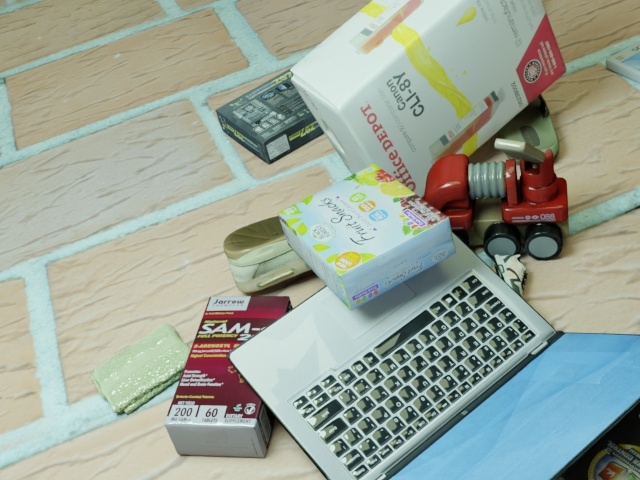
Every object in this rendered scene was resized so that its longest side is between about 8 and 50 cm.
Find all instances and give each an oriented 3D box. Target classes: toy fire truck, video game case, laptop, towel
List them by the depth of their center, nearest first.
[{"bbox_3d":[0.153,0.134,1.121,0.382,0.236,0.408,-33,65,-23],"label":"laptop"},{"bbox_3d":[0.254,-0.083,1.351,0.217,0.246,0.158,-1,41,15],"label":"toy fire truck"},{"bbox_3d":[-0.262,0.189,1.359,0.148,0.027,0.110,-32,44,-20],"label":"towel"},{"bbox_3d":[0.677,-0.333,1.692,0.193,0.023,0.212,-30,42,-17],"label":"video game case"}]

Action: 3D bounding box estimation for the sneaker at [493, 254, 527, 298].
[{"bbox_3d":[0.286,0.055,1.342,0.044,0.040,0.109,-9,40,3],"label":"sneaker"}]

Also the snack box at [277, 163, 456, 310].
[{"bbox_3d":[0.061,-0.011,1.293,0.174,0.070,0.207,-27,34,-13],"label":"snack box"}]

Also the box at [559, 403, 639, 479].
[{"bbox_3d":[0.439,0.278,0.998,0.216,0.060,0.270,-40,45,-16],"label":"box"}]

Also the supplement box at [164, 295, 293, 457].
[{"bbox_3d":[-0.119,0.185,1.286,0.130,0.073,0.239,-1,41,13],"label":"supplement box"}]

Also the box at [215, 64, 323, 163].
[{"bbox_3d":[-0.063,-0.258,1.798,0.233,0.059,0.183,-33,43,-20],"label":"box"}]

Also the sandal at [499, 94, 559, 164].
[{"bbox_3d":[0.355,-0.246,1.637,0.120,0.086,0.303,-15,40,-1],"label":"sandal"}]

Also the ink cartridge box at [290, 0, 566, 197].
[{"bbox_3d":[0.184,-0.276,1.505,0.385,0.279,0.160,-41,45,-4],"label":"ink cartridge box"}]

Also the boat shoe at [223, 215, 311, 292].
[{"bbox_3d":[0.000,0.000,1.452,0.302,0.098,0.109,-19,28,-10],"label":"boat shoe"}]
